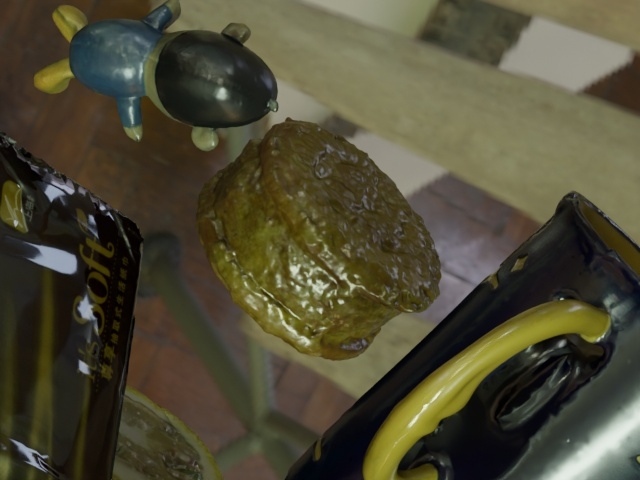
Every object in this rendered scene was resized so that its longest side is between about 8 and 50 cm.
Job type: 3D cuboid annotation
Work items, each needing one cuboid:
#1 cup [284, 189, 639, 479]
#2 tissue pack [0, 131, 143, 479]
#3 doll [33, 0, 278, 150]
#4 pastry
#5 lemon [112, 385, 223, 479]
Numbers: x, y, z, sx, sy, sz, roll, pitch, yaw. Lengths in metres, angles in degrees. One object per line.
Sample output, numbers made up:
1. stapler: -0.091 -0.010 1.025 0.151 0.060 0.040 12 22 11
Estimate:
1. cup: 0.089 0.101 0.917 0.256 0.178 0.255 -43 128 11
2. tissue pack: -0.258 0.139 1.084 0.198 0.210 0.370 39 46 -49
3. doll: -0.105 -0.114 1.097 0.089 0.179 0.102 14 94 -66
4. pastry: 0.000 0.000 1.247 0.103 0.189 0.189 -42 151 26
5. lemon: -0.219 0.257 1.463 0.219 0.240 0.240 -54 145 13
